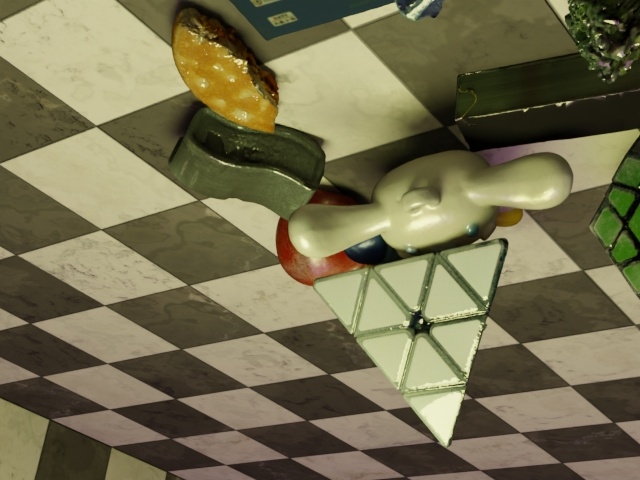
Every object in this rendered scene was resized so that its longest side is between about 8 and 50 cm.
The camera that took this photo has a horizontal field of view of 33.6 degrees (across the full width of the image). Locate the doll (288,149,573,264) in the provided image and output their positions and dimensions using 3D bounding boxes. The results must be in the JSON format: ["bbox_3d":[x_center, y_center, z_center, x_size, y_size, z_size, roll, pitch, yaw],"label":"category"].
[{"bbox_3d":[0.168,-0.030,1.574,0.376,0.187,0.365,6,176,10],"label":"doll"}]

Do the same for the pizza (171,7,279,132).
[{"bbox_3d":[-0.132,-0.235,1.491,0.127,0.058,0.246,-15,142,37],"label":"pizza"}]

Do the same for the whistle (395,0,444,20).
[{"bbox_3d":[0.107,-0.337,0.991,0.062,0.304,0.062,6,151,3],"label":"whistle"}]

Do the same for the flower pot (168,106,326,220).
[{"bbox_3d":[-0.112,-0.122,1.646,0.229,0.103,0.108,17,150,-15],"label":"flower pot"}]

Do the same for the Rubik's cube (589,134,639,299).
[{"bbox_3d":[0.534,-0.031,1.484,0.319,0.319,0.264,16,178,-15],"label":"Rubik's cube"}]

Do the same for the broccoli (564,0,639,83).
[{"bbox_3d":[0.425,-0.294,1.195,0.304,0.145,0.165,-20,147,20],"label":"broccoli"}]

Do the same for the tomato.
[{"bbox_3d":[0.000,0.000,1.785,0.167,0.167,0.167,6,151,3],"label":"tomato"}]

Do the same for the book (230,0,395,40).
[{"bbox_3d":[-0.054,-0.398,1.196,0.300,0.039,0.428,-10,147,29],"label":"book"}]

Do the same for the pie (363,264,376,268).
[{"bbox_3d":[0.103,0.072,2.022,0.191,0.033,0.088,14,155,-13],"label":"pie"}]

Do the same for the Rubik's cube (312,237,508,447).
[{"bbox_3d":[0.170,0.107,1.537,0.229,0.233,0.228,56,171,-30],"label":"Rubik's cube"}]

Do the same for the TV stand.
[{"bbox_3d":[0.323,-0.191,1.439,0.269,0.083,0.088,-7,149,26],"label":"TV stand"}]
